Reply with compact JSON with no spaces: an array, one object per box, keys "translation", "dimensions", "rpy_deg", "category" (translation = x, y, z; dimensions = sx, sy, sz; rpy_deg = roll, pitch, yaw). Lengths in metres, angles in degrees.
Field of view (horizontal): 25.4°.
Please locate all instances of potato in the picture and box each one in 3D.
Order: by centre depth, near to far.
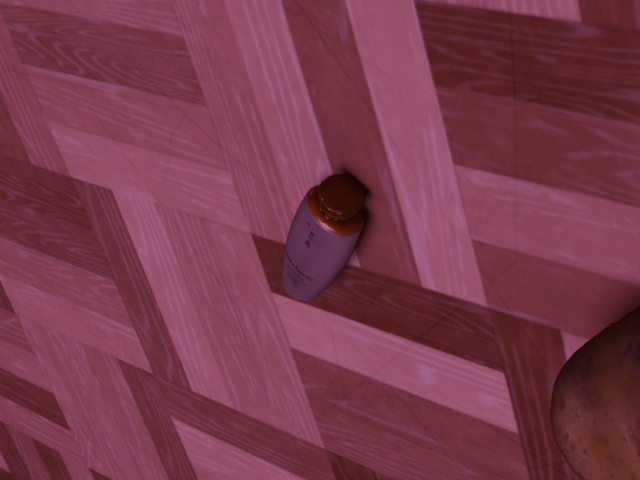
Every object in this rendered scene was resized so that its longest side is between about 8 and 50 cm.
[{"translation":[0.304,0.136,1.138],"dimensions":[0.192,0.141,0.296],"rpy_deg":[62,151,11],"category":"potato"}]

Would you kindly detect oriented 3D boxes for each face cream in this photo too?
[{"translation":[0.000,0.000,1.450],"dimensions":[0.072,0.051,0.182],"rpy_deg":[46,148,13],"category":"face cream"}]
